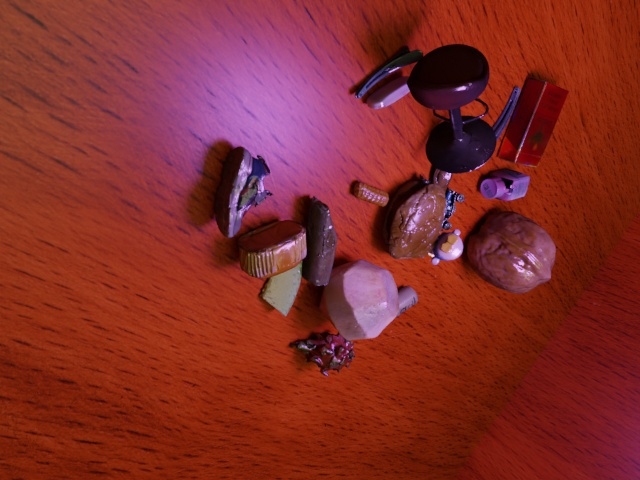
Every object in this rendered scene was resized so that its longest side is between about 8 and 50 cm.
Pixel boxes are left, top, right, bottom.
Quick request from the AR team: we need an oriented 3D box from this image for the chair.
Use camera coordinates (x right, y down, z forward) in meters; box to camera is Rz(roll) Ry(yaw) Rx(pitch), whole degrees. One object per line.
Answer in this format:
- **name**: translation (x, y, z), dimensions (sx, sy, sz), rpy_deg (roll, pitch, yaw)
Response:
- **chair**: translation (0.384, -0.389, 1.466), dimensions (0.226, 0.226, 0.401), rpy_deg (-50, 149, -6)

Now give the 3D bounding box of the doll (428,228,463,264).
- **doll**: translation (0.443, 0.023, 1.843), dimensions (0.098, 0.241, 0.135), rpy_deg (5, 90, -7)

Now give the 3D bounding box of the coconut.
- **coconut**: translation (0.115, 0.192, 1.642), dimensions (0.259, 0.259, 0.259), rpy_deg (-21, 127, -31)

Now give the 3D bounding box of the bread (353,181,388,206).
- **bread**: translation (0.161, -0.145, 1.603), dimensions (0.157, 0.044, 0.052), rpy_deg (14, 99, -46)

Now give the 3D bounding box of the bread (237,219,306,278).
- **bread**: translation (-0.130, 0.025, 1.386), dimensions (0.190, 0.132, 0.114), rpy_deg (-19, 125, -28)

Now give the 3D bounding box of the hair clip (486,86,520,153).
- **hair clip**: translation (0.662, -0.441, 1.876), dimensions (0.083, 0.048, 0.275), rpy_deg (34, 85, -45)

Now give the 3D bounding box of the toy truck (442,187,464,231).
- **toy truck**: translation (0.451, -0.116, 1.857), dimensions (0.078, 0.080, 0.154), rpy_deg (15, 104, -27)

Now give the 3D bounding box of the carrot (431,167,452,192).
- **carrot**: translation (0.417, -0.187, 1.790), dimensions (0.070, 0.070, 0.342), rpy_deg (-9, 122, -38)

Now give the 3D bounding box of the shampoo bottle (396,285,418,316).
- **shampoo bottle**: translation (0.287, 0.240, 1.917), dimensions (0.162, 0.079, 0.079), rpy_deg (-30, 131, -25)

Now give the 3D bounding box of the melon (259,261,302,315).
- **melon**: translation (-0.113, 0.096, 1.521), dimensions (0.114, 0.053, 0.262), rpy_deg (9, 105, -25)

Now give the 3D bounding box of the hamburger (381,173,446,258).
- **hamburger**: translation (0.304, -0.064, 1.715), dimensions (0.211, 0.132, 0.309), rpy_deg (-8, 122, -43)

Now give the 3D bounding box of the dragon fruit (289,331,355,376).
- **dragon fruit**: translation (0.007, 0.380, 1.733), dimensions (0.235, 0.135, 0.137), rpy_deg (1, 115, -18)

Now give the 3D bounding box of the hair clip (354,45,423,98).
- **hair clip**: translation (0.181, -0.468, 1.428), dimensions (0.229, 0.070, 0.039), rpy_deg (-39, 134, -7)

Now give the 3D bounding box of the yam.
- **yam**: translation (0.000, 0.000, 1.508), dimensions (0.106, 0.106, 0.259), rpy_deg (-11, 123, -37)

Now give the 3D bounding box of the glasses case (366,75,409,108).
- **glasses case**: translation (0.203, -0.425, 1.459), dimensions (0.164, 0.063, 0.041), rpy_deg (-37, 131, -20)

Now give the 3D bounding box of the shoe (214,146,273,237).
- **shoe**: translation (-0.187, -0.116, 1.274), dimensions (0.125, 0.099, 0.228), rpy_deg (4, 107, -40)

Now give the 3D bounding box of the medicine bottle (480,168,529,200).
- **medicine bottle**: translation (0.717, -0.216, 1.993), dimensions (0.188, 0.119, 0.094), rpy_deg (-15, 123, -35)

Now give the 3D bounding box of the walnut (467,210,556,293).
- **walnut**: translation (0.775, 0.053, 2.045), dimensions (0.306, 0.344, 0.306), rpy_deg (-30, 141, -29)

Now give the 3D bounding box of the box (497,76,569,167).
- **box**: translation (0.822, -0.450, 1.969), dimensions (0.197, 0.089, 0.313), rpy_deg (-1, 114, -43)
